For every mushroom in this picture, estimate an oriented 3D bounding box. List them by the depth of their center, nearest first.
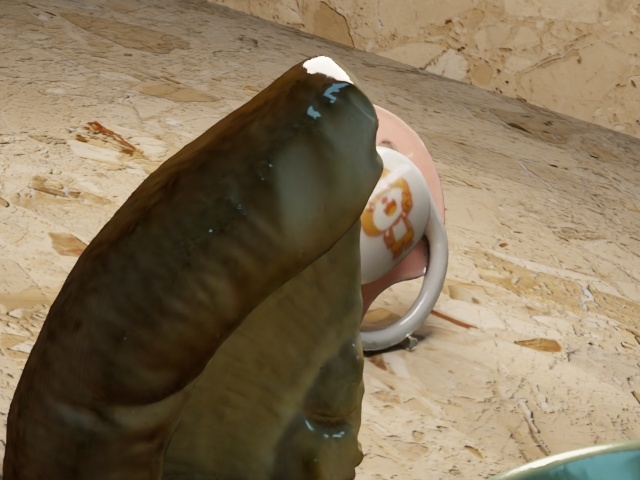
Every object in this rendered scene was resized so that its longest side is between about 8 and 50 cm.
[{"bbox_3d":[-0.102,0.032,1.003,0.314,0.397,0.224,-2,25,-25],"label":"mushroom"}]

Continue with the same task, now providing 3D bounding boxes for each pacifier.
[{"bbox_3d":[0.009,-0.018,1.401,0.273,0.220,0.332,27,50,32],"label":"pacifier"}]

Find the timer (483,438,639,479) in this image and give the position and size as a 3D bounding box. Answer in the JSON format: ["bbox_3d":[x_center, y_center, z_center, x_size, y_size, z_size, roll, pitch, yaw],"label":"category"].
[{"bbox_3d":[0.195,0.322,0.708,0.291,0.290,0.315,3,45,-23],"label":"timer"}]
